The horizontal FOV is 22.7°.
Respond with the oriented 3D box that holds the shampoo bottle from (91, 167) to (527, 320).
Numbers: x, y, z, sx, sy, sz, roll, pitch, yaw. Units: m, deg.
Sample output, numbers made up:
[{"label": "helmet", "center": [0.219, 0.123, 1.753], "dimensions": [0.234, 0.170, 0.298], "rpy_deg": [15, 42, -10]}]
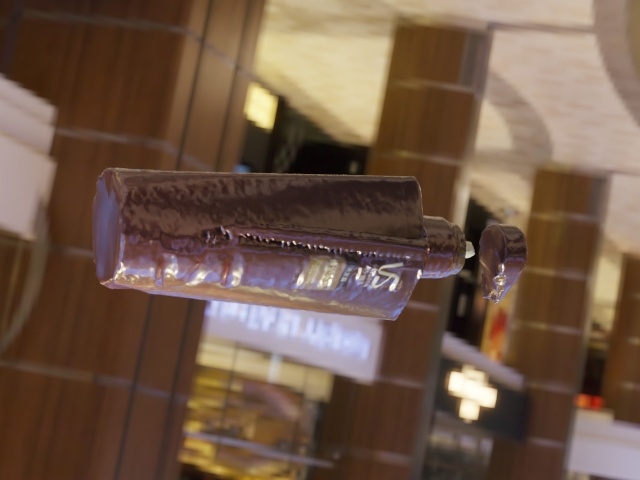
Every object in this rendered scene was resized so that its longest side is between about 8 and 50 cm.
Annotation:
[{"label": "shampoo bottle", "center": [0.000, 0.002, 0.833], "dimensions": [0.236, 0.067, 0.068], "rpy_deg": [3, 150, -23]}]
